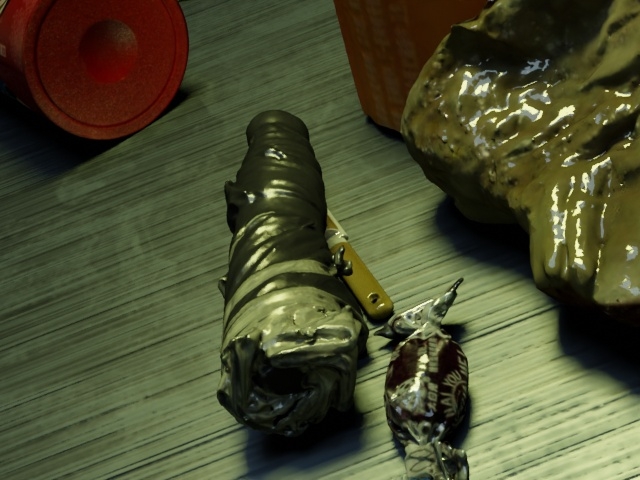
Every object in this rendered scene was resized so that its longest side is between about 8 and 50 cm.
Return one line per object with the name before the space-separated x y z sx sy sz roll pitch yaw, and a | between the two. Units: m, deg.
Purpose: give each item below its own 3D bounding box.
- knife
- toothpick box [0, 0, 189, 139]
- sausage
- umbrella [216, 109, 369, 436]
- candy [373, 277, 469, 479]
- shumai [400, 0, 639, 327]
knife | 0.000 -0.001 0.969 0.046 0.022 0.256 -31 35 -3
toothpick box | -0.327 -0.259 1.336 0.204 0.204 0.333 -35 37 -20
sausage | 0.121 -0.268 1.040 0.233 0.287 0.233 -10 38 8
umbrella | -0.027 0.010 0.898 0.113 0.106 0.358 -10 36 3
candy | 0.064 0.108 0.760 0.094 0.051 0.226 -9 36 21
shumai | 0.240 -0.053 0.840 0.346 0.217 0.283 -19 64 20
